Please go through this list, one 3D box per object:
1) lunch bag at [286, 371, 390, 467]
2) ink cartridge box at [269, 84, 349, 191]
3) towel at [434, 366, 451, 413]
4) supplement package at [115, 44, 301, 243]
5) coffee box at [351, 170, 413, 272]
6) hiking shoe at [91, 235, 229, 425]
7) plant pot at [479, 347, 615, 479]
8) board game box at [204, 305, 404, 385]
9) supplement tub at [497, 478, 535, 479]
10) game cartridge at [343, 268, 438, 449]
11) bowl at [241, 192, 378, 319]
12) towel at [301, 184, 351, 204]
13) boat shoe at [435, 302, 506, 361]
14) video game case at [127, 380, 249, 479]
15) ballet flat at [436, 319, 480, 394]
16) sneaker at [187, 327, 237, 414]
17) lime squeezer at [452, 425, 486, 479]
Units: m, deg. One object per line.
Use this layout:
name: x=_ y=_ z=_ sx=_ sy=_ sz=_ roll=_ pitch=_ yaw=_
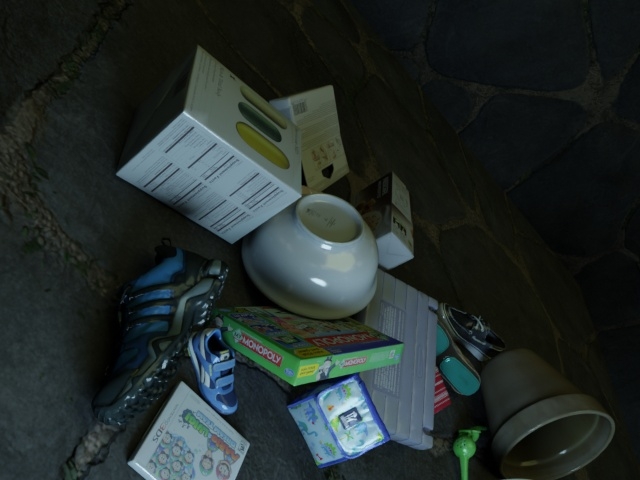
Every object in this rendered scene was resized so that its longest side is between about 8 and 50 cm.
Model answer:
lunch bag: x=0.036 y=0.316 z=0.971 sx=0.096 sy=0.151 sz=0.129 roll=-20 pitch=81 yaw=-59
ink cartridge box: x=-0.022 y=-0.275 z=1.492 sx=0.296 sy=0.066 sz=0.261 roll=-41 pitch=124 yaw=-59
towel: x=0.192 y=0.288 z=1.293 sx=0.199 sy=0.031 sz=0.275 roll=-12 pitch=73 yaw=-41
supplement package: x=-0.194 y=-0.169 z=1.018 sx=0.262 sy=0.198 sz=0.199 roll=34 pitch=38 yaw=-35
coffee box: x=0.150 y=-0.040 z=1.361 sx=0.098 sy=0.141 sz=0.246 roll=44 pitch=34 yaw=-27
hiking shoe: x=-0.253 y=0.127 z=0.799 sx=0.132 sy=0.113 sz=0.304 roll=24 pitch=42 yaw=2
plant pot: x=0.592 y=0.467 z=1.532 sx=0.323 sy=0.323 sz=0.280 roll=35 pitch=22 yaw=-34
board game box: x=-0.017 y=0.176 z=0.987 sx=0.317 sy=0.213 sz=0.046 roll=7 pitch=100 yaw=-53
supplement tub: x=0.447 y=0.690 z=1.196 sx=0.191 sy=0.191 sz=0.272 roll=38 pitch=36 yaw=-31
game cartridge: x=0.160 y=0.254 z=1.215 sx=0.230 sy=0.068 sz=0.355 roll=26 pitch=54 yaw=-22
bowl: x=0.000 y=0.000 z=1.092 sx=0.298 sy=0.134 sz=0.298 roll=14 pitch=42 yaw=-13
towel: x=0.038 y=0.017 z=1.335 sx=0.332 sy=0.053 sz=0.317 roll=17 pitch=50 yaw=-50
boat shoe: x=0.467 y=0.272 z=1.678 sx=0.301 sy=0.102 sz=0.108 roll=41 pitch=35 yaw=-28
video game case: x=-0.183 y=0.307 z=0.792 sx=0.157 sy=0.019 sz=0.143 roll=49 pitch=32 yaw=-16
ballet flat: x=0.315 y=0.288 z=1.471 sx=0.316 sy=0.107 sz=0.106 roll=54 pitch=11 yaw=-19
sneaker: x=-0.164 y=0.205 z=0.870 sx=0.053 sy=0.059 sz=0.144 roll=-10 pitch=72 yaw=-60
lime squeezer: x=0.385 y=0.524 z=1.386 sx=0.110 sy=0.059 sz=0.310 roll=57 pitch=30 yaw=-2
